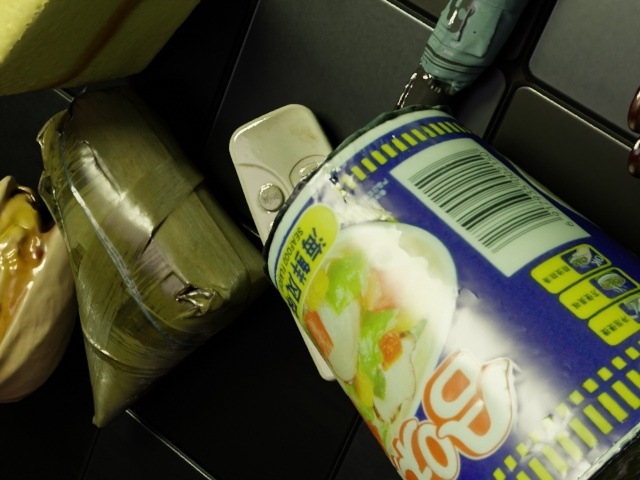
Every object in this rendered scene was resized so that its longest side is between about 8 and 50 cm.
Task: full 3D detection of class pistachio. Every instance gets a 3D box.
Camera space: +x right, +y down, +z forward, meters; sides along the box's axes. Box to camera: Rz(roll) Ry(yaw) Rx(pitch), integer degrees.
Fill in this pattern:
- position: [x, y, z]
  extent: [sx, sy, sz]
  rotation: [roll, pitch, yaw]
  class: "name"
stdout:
- position: [-0.305, 0.052, 1.440]
  extent: [0.157, 0.157, 0.230]
  rotation: [33, 112, 25]
  class: "pistachio"

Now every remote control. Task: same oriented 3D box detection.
- position: [0.000, 0.000, 1.258]
  extent: [0.090, 0.049, 0.230]
  rotation: [-23, 86, 6]
  class: "remote control"

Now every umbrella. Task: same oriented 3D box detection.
- position: [0.126, -0.175, 1.134]
  extent: [0.053, 0.052, 0.250]
  rotation: [25, 119, -10]
  class: "umbrella"

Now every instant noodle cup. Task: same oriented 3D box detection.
- position: [0.122, 0.072, 1.078]
  extent: [0.312, 0.284, 0.284]
  rotation: [48, 124, 26]
  class: "instant noodle cup"

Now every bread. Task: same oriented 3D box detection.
- position: [-0.250, -0.253, 1.245]
  extent: [0.198, 0.263, 0.236]
  rotation: [-41, 79, 29]
  class: "bread"

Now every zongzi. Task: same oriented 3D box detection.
- position: [-0.198, 0.016, 1.365]
  extent: [0.274, 0.125, 0.251]
  rotation: [-43, 77, 40]
  class: "zongzi"

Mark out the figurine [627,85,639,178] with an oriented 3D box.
- position: [0.360, 0.002, 0.950]
  extent: [0.370, 0.167, 0.281]
  rotation: [36, 154, 34]
  class: "figurine"
